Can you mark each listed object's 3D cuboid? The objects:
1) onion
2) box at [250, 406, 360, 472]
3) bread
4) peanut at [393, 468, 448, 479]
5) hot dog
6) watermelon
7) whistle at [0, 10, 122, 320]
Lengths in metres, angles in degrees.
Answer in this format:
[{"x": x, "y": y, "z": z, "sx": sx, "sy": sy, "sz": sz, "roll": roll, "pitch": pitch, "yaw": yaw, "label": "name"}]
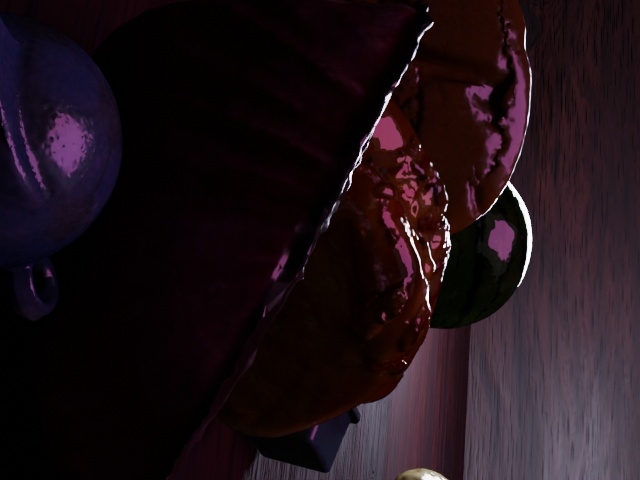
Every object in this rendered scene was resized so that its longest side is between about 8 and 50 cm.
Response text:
[{"x": -0.071, "y": -0.005, "z": 0.510, "sx": 0.247, "sy": 0.111, "sz": 0.250, "roll": -60, "pitch": -170, "yaw": -9, "label": "onion"}, {"x": -0.017, "y": 0.127, "z": 0.900, "sx": 0.099, "sy": 0.074, "sz": 0.054, "roll": 69, "pitch": 35, "yaw": -61, "label": "box"}, {"x": 0.056, "y": -0.129, "z": 0.934, "sx": 0.142, "sy": 0.195, "sz": 0.269, "roll": 61, "pitch": 27, "yaw": -81, "label": "bread"}, {"x": 0.128, "y": 0.364, "z": 1.545, "sx": 0.140, "sy": 0.109, "sz": 0.159, "roll": 26, "pitch": 61, "yaw": -62, "label": "peanut"}, {"x": 0.000, "y": 0.000, "z": 0.748, "sx": 0.150, "sy": 0.153, "sz": 0.256, "roll": -73, "pitch": 161, "yaw": -55, "label": "hot dog"}, {"x": 0.132, "y": -0.012, "z": 1.318, "sx": 0.188, "sy": 0.188, "sz": 0.214, "roll": -59, "pitch": 161, "yaw": -68, "label": "watermelon"}, {"x": -0.109, "y": -0.049, "z": 0.389, "sx": 0.090, "sy": 0.090, "sz": 0.157, "roll": -53, "pitch": 132, "yaw": -72, "label": "whistle"}]
